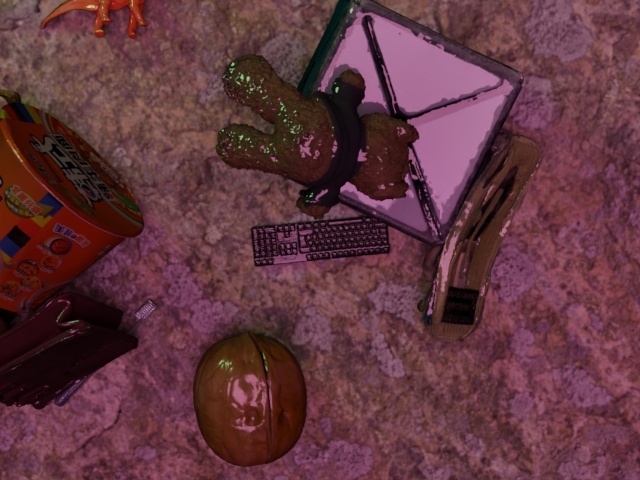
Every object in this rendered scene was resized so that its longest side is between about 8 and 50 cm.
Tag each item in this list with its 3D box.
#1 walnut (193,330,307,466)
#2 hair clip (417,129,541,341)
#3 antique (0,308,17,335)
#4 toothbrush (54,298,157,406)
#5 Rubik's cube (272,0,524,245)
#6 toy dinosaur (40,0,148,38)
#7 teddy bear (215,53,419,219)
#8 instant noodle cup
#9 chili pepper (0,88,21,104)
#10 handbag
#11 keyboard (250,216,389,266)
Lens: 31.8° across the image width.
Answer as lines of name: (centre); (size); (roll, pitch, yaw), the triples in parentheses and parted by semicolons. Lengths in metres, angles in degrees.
walnut: (-0.103, 0.233, 1.653); (0.167, 0.167, 0.207); (-3, 104, -2)
hair clip: (0.218, -0.012, 1.652); (0.091, 0.138, 0.321); (29, 104, 36)
antique: (-0.549, 0.112, 1.618); (0.257, 0.121, 0.143); (-30, 109, 2)
toothbrush: (-0.326, 0.171, 1.699); (0.019, 0.016, 0.219); (43, 97, -9)
Rubik's cube: (0.092, -0.172, 1.526); (0.255, 0.259, 0.260); (24, 99, -6)
toy dinosaur: (-0.263, -0.339, 1.573); (0.280, 0.055, 0.101); (-9, 80, 1)
teddy bear: (-0.008, -0.117, 1.343); (0.251, 0.129, 0.182); (14, 106, -5)
instant noodle cup: (-0.398, -0.036, 1.543); (0.192, 0.250, 0.250); (-43, 101, 13)
chili pepper: (-0.533, -0.075, 1.607); (0.085, 0.076, 0.359); (28, 104, -36)
handbag: (-0.389, 0.161, 1.604); (0.216, 0.203, 0.074); (-31, 71, 8)
keyboard: (0.000, 0.000, 1.681); (0.204, 0.013, 0.061); (-5, 102, -2)
